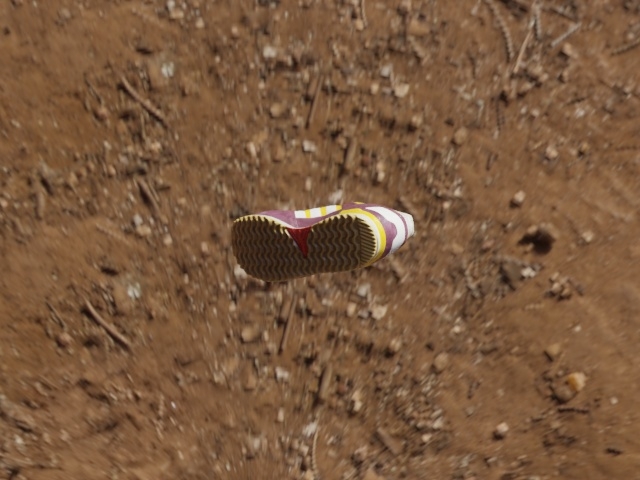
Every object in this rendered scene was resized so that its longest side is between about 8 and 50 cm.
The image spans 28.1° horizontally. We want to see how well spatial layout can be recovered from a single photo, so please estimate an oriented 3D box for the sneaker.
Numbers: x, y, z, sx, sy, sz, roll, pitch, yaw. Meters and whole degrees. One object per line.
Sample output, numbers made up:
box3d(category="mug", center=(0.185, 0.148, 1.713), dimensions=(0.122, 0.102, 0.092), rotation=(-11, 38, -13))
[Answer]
box3d(category="sneaker", center=(0.000, 0.000, 1.202), dimensions=(0.185, 0.084, 0.070), rotation=(1, 100, 39))
